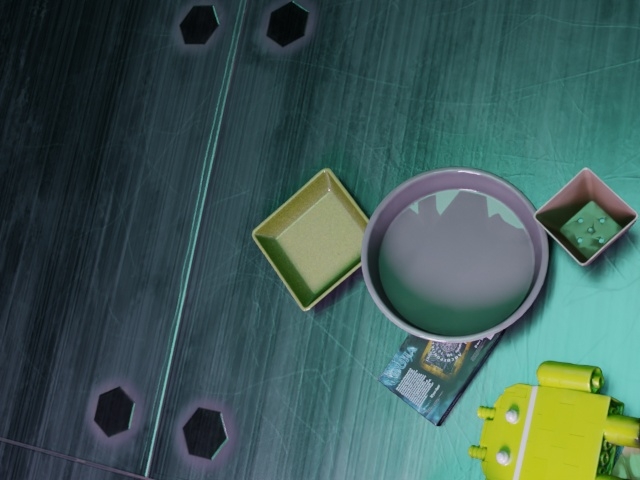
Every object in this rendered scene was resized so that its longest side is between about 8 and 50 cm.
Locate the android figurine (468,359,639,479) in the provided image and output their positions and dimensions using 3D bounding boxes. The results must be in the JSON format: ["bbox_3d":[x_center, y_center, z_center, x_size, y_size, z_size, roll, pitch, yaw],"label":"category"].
[{"bbox_3d":[0.330,0.295,1.180,0.272,0.056,0.248,2,70,49],"label":"android figurine"}]

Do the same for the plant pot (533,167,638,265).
[{"bbox_3d":[0.405,-0.026,1.253,0.109,0.096,0.109,-43,64,8],"label":"plant pot"}]

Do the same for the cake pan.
[{"bbox_3d":[0.213,0.025,1.320,0.293,0.054,0.293,-4,70,11],"label":"cake pan"}]

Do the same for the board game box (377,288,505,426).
[{"bbox_3d":[0.193,0.187,1.335,0.126,0.026,0.186,36,94,27],"label":"board game box"}]

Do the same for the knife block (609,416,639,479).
[{"bbox_3d":[0.510,0.370,1.116,0.242,0.088,0.276,27,89,26],"label":"knife block"}]

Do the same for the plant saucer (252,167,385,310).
[{"bbox_3d":[0.000,0.000,1.455,0.188,0.045,0.188,-41,66,10],"label":"plant saucer"}]
